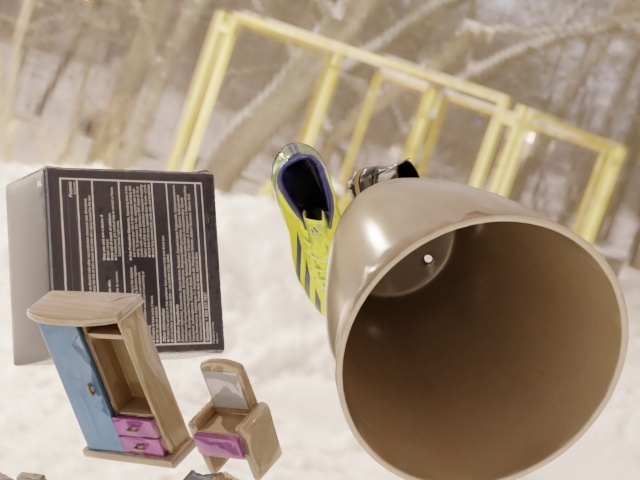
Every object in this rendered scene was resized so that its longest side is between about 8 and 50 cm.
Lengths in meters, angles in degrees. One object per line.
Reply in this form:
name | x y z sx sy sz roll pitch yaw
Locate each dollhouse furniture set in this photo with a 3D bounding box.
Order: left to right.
dollhouse furniture set | -0.255 0.216 1.480 0.286 0.198 0.303 0 30 35

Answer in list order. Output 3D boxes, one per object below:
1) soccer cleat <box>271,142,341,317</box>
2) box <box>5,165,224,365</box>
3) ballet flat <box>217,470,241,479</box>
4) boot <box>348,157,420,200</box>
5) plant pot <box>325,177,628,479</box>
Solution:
soccer cleat | -0.001 0.000 2.070 0.093 0.289 0.121 -20 8 -3
box | -0.328 0.043 2.291 0.294 0.296 0.183 1 -9 -34
ballet flat | -0.165 0.477 2.255 0.077 0.241 0.091 -1 -22 35
boot | 0.124 -0.026 2.200 0.077 0.198 0.137 -32 9 -31
plant pot | 0.105 0.046 1.327 0.256 0.256 0.274 17 17 -21
